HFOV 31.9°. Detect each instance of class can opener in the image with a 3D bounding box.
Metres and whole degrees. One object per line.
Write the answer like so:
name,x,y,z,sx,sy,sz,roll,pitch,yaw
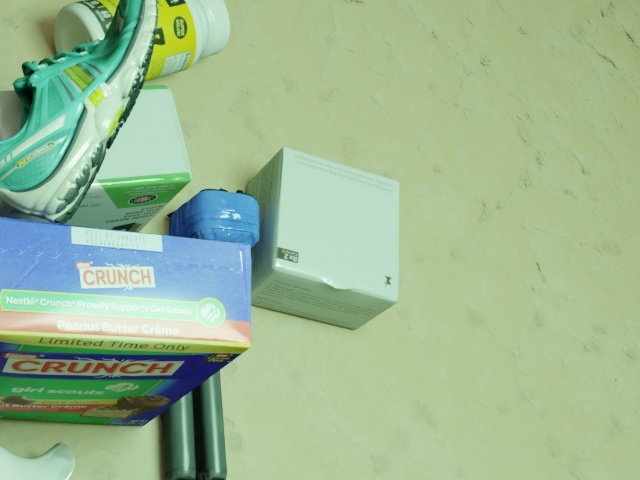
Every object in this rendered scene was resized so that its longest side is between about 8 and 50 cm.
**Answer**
can opener,-0.134,0.251,1.284,0.076,0.095,0.283,7,64,-28

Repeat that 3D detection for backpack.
backpack,-0.126,-0.008,1.398,0.098,0.120,0.101,4,65,-29

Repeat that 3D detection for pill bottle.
pill bottle,-0.230,-0.271,1.468,0.208,0.119,0.119,-24,80,-36

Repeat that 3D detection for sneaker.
sneaker,-0.234,-0.147,1.074,0.110,0.107,0.275,27,58,-7

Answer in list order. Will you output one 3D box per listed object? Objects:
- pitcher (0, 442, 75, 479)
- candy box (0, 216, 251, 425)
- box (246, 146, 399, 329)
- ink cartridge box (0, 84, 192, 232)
pitcher,-0.374,0.272,1.134,0.207,0.125,0.177,21,73,-33
candy box,-0.252,0.096,1.153,0.268,0.317,0.122,7,64,-26
box,0.000,0.000,1.467,0.181,0.119,0.182,16,60,-23
ink cartridge box,-0.292,-0.058,1.232,0.201,0.278,0.117,-7,74,-32
